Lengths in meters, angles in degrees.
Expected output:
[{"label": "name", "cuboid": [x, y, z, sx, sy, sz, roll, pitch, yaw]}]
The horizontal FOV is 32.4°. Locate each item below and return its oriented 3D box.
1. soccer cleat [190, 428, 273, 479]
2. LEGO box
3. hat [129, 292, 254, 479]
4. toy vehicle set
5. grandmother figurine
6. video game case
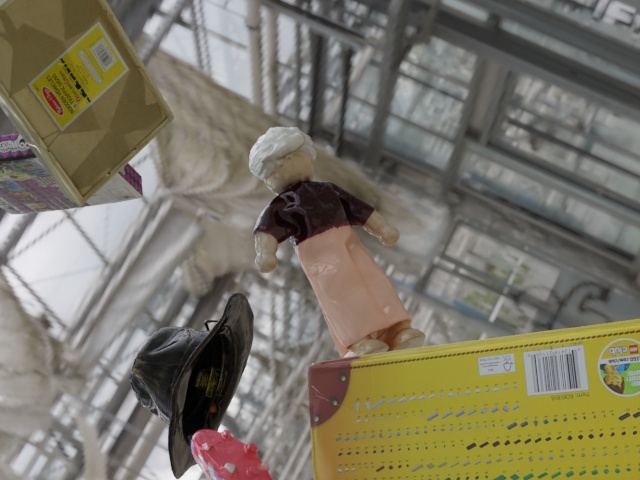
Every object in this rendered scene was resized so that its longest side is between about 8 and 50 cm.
[{"label": "soccer cleat", "cuboid": [-0.081, 0.344, 1.437, 0.083, 0.248, 0.095, -29, -29, -60]}, {"label": "LEGO box", "cuboid": [0.294, 0.191, 1.052, 0.372, 0.500, 0.193, 12, -109, -52]}, {"label": "hat", "cuboid": [-0.218, 0.208, 1.731, 0.331, 0.134, 0.331, 19, -90, -79]}, {"label": "toy vehicle set", "cuboid": [-0.292, -0.189, 1.284, 0.166, 0.035, 0.267, -46, -44, -20]}, {"label": "grandmother figurine", "cuboid": [0.000, 0.000, 1.411, 0.207, 0.342, 0.104, -8, -26, -41]}, {"label": "video game case", "cuboid": [-0.385, -0.096, 1.560, 0.232, 0.210, 0.042, 58, -154, -73]}]
